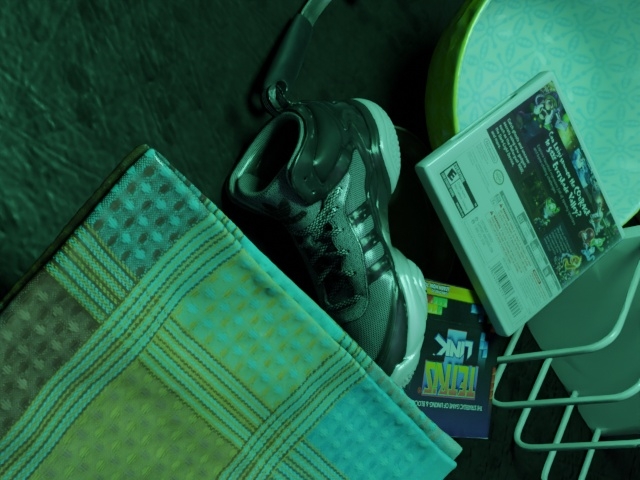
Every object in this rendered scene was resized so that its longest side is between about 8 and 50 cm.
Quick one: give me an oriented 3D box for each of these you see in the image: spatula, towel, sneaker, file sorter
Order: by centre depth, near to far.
[{"bbox_3d":[-0.079,0.151,0.808,0.271,0.040,0.370,-51,124,-13],"label":"towel"},{"bbox_3d":[0.000,0.000,1.009,0.153,0.101,0.268,10,68,-47],"label":"sneaker"},{"bbox_3d":[-0.001,-0.217,1.125,0.084,0.030,0.296,54,42,-30],"label":"spatula"},{"bbox_3d":[0.299,0.155,1.267,0.278,0.193,0.173,55,44,-25],"label":"file sorter"}]

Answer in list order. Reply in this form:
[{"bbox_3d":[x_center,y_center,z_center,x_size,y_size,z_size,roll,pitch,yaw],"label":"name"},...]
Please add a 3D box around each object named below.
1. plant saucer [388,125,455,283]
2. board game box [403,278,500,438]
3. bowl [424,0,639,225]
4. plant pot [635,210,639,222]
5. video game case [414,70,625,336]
[{"bbox_3d":[0.075,-0.025,1.165,0.168,0.029,0.168,21,63,-47],"label":"plant saucer"},{"bbox_3d":[0.101,0.109,1.118,0.170,0.048,0.141,12,82,-50],"label":"board game box"},{"bbox_3d":[0.207,-0.142,1.240,0.289,0.156,0.289,-3,96,-31],"label":"bowl"},{"bbox_3d":[0.532,-0.122,1.642,0.291,0.203,0.291,20,64,-49],"label":"plant pot"},{"bbox_3d":[0.192,-0.035,1.139,0.173,0.022,0.190,-37,110,-22],"label":"video game case"}]
